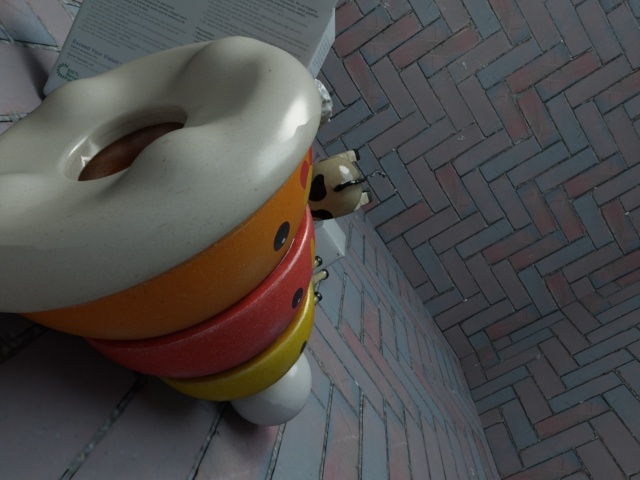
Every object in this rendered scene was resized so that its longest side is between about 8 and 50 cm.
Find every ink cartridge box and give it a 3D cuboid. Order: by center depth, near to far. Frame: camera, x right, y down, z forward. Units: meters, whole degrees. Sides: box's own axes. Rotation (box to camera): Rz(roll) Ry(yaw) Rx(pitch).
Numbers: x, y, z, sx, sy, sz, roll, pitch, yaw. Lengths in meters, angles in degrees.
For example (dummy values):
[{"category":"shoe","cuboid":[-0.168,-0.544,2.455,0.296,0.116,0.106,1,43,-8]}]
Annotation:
[{"category":"ink cartridge box","cuboid":[-0.159,-0.272,0.661,0.323,0.330,0.071,27,3,7]}]

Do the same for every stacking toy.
[{"category":"stacking toy","cuboid":[-0.114,0.057,0.568,0.351,0.350,0.480,-106,176,-49]}]

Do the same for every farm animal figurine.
[{"category":"farm animal figurine","cuboid":[-0.059,-0.033,0.758,0.331,0.326,0.172,59,32,-1]}]

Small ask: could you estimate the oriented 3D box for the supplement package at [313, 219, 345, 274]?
[{"category":"supplement package","cuboid":[0.000,0.000,1.370,0.105,0.105,0.179,56,13,-13]}]
